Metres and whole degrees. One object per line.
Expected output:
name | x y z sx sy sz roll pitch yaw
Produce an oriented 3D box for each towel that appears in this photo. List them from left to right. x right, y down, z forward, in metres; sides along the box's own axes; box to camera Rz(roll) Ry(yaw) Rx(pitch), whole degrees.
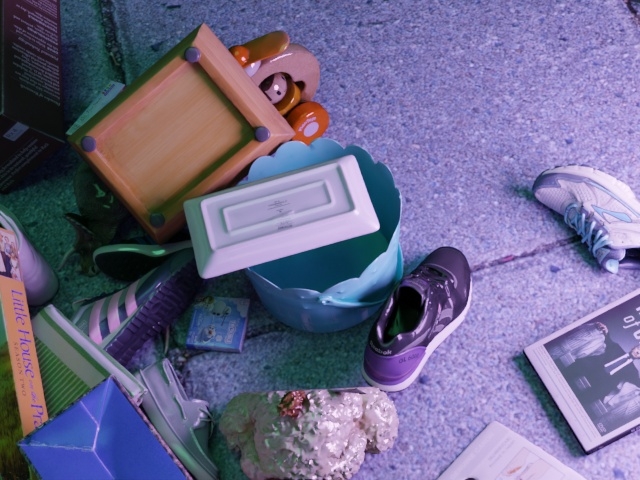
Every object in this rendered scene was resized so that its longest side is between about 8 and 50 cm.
towel | -0.423 0.282 1.309 0.248 0.038 0.324 35 90 26

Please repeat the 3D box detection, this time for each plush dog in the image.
plush dog | -0.021 0.318 1.225 0.263 0.210 0.225 -3 81 5

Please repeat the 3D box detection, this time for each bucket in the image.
bucket | 0.000 0.000 1.408 0.281 0.183 0.281 -3 58 5

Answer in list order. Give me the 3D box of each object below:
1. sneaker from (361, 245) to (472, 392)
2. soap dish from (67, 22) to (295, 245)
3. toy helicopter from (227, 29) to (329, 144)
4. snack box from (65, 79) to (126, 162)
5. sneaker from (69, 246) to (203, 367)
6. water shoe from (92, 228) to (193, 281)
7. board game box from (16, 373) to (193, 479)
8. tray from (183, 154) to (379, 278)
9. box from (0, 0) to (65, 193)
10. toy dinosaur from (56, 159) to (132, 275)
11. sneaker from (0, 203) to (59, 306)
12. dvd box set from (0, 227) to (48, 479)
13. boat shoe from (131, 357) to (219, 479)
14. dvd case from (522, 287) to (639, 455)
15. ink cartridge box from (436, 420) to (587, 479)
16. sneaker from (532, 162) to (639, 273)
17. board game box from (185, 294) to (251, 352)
sneaker | 0.158 0.091 1.347 0.107 0.124 0.283 20 50 19
soap dish | -0.222 -0.162 1.408 0.291 0.118 0.229 -39 97 5
toy helicopter | -0.157 -0.232 1.532 0.355 0.235 0.140 -29 59 -16
snack box | -0.393 -0.207 1.634 0.037 0.100 0.141 23 64 21
sneaker | -0.320 0.107 1.416 0.131 0.112 0.319 37 71 25
water shoe | -0.276 0.018 1.509 0.203 0.072 0.080 -3 37 0
board game box | -0.226 0.349 1.150 0.141 0.291 0.232 -36 61 -16
tray | -0.061 -0.043 1.316 0.271 0.030 0.145 -16 59 -3
box | -0.582 -0.300 1.651 0.191 0.143 0.381 -32 51 29
toy dinosaur | -0.365 -0.098 1.553 0.160 0.121 0.313 2 62 -7
sneaker | -0.562 -0.027 1.503 0.293 0.169 0.108 36 70 26
dvd box set | -0.545 0.224 1.307 0.308 0.062 0.420 -25 66 17
boat shoe | -0.201 0.263 1.327 0.081 0.079 0.227 -35 57 -10
dvd case | 0.445 0.179 1.308 0.239 0.029 0.179 -28 58 2
ink cartridge box | 0.282 0.456 1.167 0.308 0.091 0.385 -42 46 -18
sneaker | 0.456 -0.022 1.411 0.283 0.110 0.122 27 68 22
board game box | -0.163 0.133 1.439 0.090 0.020 0.090 4 58 9
